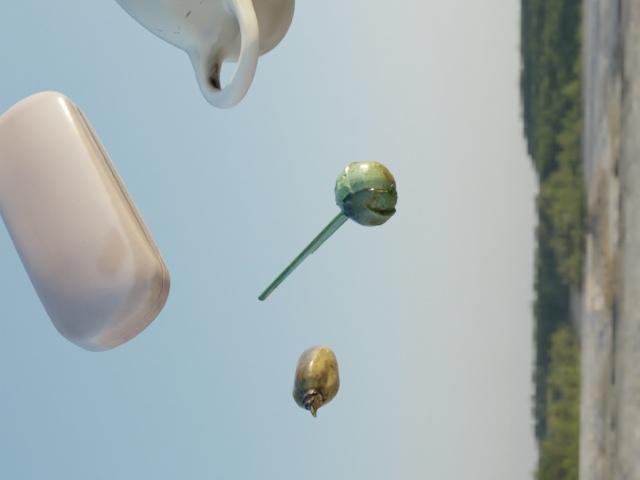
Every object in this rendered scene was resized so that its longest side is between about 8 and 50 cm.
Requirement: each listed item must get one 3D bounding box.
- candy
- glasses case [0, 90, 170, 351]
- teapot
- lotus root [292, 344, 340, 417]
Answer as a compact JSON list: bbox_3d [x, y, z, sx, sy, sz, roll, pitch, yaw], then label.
[{"bbox_3d":[0.000,0.000,1.207,0.202,0.061,0.061,-45,19,36],"label":"candy"},{"bbox_3d":[-0.236,-0.024,1.251,0.297,0.113,0.075,58,-174,34],"label":"glasses case"},{"bbox_3d":[-0.078,-0.172,0.851,0.092,0.145,0.226,-55,38,30],"label":"teapot"},{"bbox_3d":[-0.005,0.185,1.760,0.152,0.063,0.072,-81,10,-61],"label":"lotus root"}]
